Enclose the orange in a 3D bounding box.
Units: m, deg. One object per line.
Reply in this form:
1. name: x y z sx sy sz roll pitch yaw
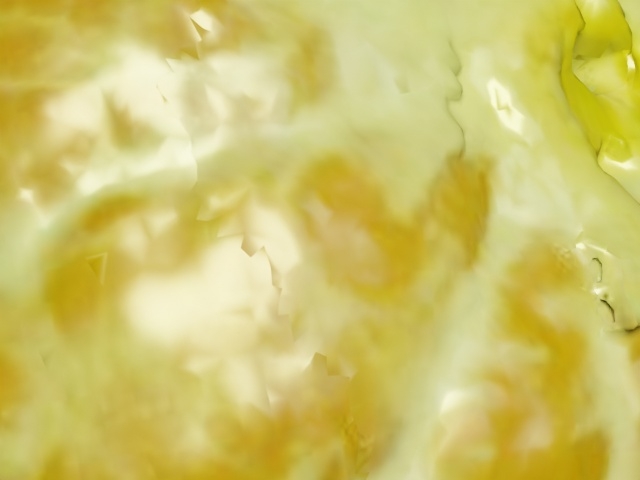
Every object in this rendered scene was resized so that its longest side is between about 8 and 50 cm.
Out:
1. orange: 0.000 0.000 0.489 0.329 0.249 0.329 7 73 -22
